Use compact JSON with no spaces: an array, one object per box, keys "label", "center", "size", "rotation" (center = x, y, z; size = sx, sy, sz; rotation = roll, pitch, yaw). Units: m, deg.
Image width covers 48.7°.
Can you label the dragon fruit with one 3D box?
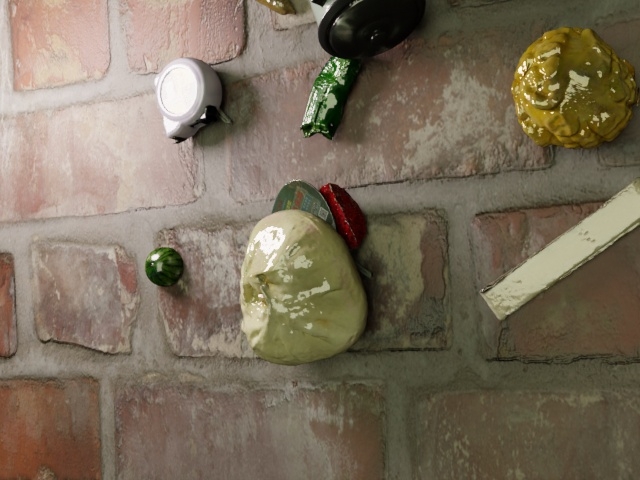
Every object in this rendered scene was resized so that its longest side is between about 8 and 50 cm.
[{"label":"dragon fruit","center":[0.040,-0.053,1.645],"size":[0.106,0.083,0.162],"rotation":[-28,91,41]}]

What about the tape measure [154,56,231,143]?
[{"label":"tape measure","center":[-0.327,-0.364,1.790],"size":[0.178,0.105,0.196],"rotation":[-16,82,30]}]

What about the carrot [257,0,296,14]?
[{"label":"carrot","center":[-0.193,-0.647,1.750],"size":[0.342,0.070,0.070],"rotation":[35,103,17]}]

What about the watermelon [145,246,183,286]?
[{"label":"watermelon","center":[-0.417,0.068,1.845],"size":[0.105,0.062,0.106],"rotation":[-1,87,19]}]

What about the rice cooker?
[{"label":"rice cooker","center":[0.092,-0.518,1.521],"size":[0.241,0.280,0.227],"rotation":[-38,61,41]}]

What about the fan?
[{"label":"fan","center":[-0.011,-0.032,1.639],"size":[0.294,0.012,0.224],"rotation":[5,109,38]}]

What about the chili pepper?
[{"label":"chili pepper","center":[0.023,-0.336,1.657],"size":[0.098,0.061,0.224],"rotation":[27,102,16]}]

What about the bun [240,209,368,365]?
[{"label":"bun","center":[-0.064,0.118,1.580],"size":[0.361,0.213,0.361],"rotation":[11,109,35]}]

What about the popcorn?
[{"label":"popcorn","center":[0.494,-0.289,1.391],"size":[0.250,0.190,0.250],"rotation":[-2,83,13]}]

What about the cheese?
[{"label":"cheese","center":[0.511,0.024,1.462],"size":[0.400,0.034,0.085],"rotation":[-40,80,19]}]
